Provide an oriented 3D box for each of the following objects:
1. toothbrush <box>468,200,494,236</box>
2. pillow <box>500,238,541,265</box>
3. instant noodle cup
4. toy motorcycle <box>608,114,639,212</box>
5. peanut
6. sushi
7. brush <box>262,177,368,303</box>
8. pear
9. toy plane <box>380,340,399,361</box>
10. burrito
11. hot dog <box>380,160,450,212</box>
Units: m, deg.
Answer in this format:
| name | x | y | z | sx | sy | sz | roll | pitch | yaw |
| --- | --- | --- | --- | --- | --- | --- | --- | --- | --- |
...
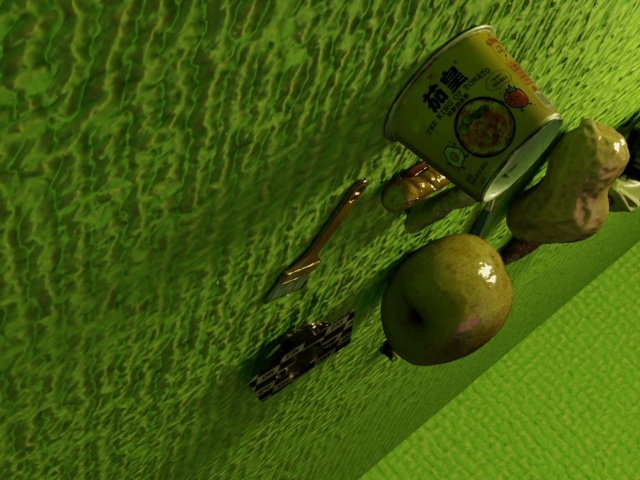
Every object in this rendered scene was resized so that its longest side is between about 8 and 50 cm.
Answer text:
| name | x | y | z | sx | sy | sz | roll | pitch | yaw |
| --- | --- | --- | --- | --- | --- | --- | --- | --- | --- |
| toothbrush | 0.291 | -0.048 | 2.069 | 0.025 | 0.019 | 0.276 | -44 | 165 | -27 |
| pillow | 0.448 | 0.000 | 2.517 | 0.185 | 0.043 | 0.118 | -24 | 161 | -41 |
| instant noodle cup | 0.190 | -0.140 | 1.386 | 0.182 | 0.144 | 0.182 | -40 | 163 | -15 |
| toy motorcycle | 0.678 | -0.164 | 2.431 | 0.237 | 0.169 | 0.410 | -49 | 163 | 21 |
| peanut | 0.460 | -0.090 | 2.127 | 0.291 | 0.159 | 0.143 | -59 | -177 | 41 |
| sushi | -0.035 | 0.166 | 1.797 | 0.192 | 0.040 | 0.210 | -34 | 164 | -9 |
| brush | 0.000 | 0.000 | 1.522 | 0.082 | 0.010 | 0.218 | -20 | 150 | -53 |
| pear | 0.214 | 0.098 | 1.943 | 0.211 | 0.188 | 0.228 | -19 | 151 | -39 |
| toy plane | 0.146 | 0.219 | 2.364 | 0.049 | 0.031 | 0.121 | -48 | 162 | -18 |
| burrito | 0.175 | -0.051 | 1.647 | 0.045 | 0.041 | 0.185 | -16 | 174 | -30 |
| hot dog | 0.161 | -0.093 | 1.605 | 0.066 | 0.047 | 0.215 | -7 | -165 | 47 |
